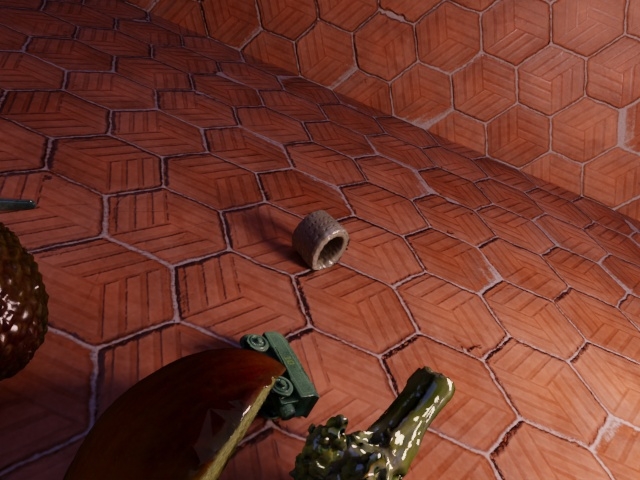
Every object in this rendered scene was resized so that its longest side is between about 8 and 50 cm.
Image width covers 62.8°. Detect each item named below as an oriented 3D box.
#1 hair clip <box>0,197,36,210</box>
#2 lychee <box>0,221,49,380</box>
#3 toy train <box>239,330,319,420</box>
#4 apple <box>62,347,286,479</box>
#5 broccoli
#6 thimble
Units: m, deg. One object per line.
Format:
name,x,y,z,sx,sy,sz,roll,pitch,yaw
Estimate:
hair clip,-0.659,-0.078,0.974,0.229,0.039,0.070,13,33,-24
lychee,-0.470,0.078,0.656,0.236,0.236,0.271,-3,78,-35
toy train,-0.073,0.218,0.860,0.099,0.070,0.172,4,34,-39
apple,-0.166,0.242,0.630,0.254,0.179,0.346,-3,31,34
broccoli,0.061,0.271,0.701,0.198,0.177,0.274,34,69,-22
thimble,0.000,0.000,1.182,0.102,0.115,0.090,-13,45,-40
